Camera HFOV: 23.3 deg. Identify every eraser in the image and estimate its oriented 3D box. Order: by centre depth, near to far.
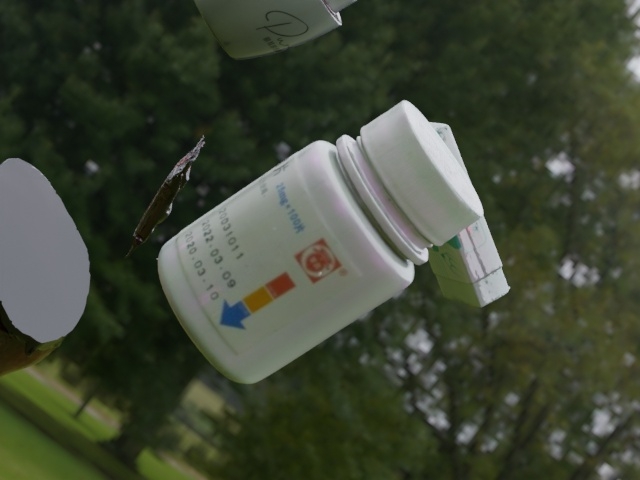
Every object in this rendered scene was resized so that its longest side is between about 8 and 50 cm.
[{"bbox_3d":[0.149,-0.033,1.863,0.095,0.052,0.225,14,-51,63],"label":"eraser"}]

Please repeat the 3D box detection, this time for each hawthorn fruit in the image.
[{"bbox_3d":[-0.298,0.019,1.218,0.189,0.190,0.251,41,-17,-34],"label":"hawthorn fruit"}]

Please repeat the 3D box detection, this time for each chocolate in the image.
[{"bbox_3d":[-0.200,-0.053,2.003,0.028,0.182,0.086,30,27,-8],"label":"chocolate"}]

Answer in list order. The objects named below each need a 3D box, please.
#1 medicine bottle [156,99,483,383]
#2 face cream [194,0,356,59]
[{"bbox_3d":[0.000,0.000,1.504,0.170,0.293,0.170,53,13,-18],"label":"medicine bottle"},{"bbox_3d":[-0.029,-0.165,0.984,0.091,0.095,0.091,58,10,-17],"label":"face cream"}]
